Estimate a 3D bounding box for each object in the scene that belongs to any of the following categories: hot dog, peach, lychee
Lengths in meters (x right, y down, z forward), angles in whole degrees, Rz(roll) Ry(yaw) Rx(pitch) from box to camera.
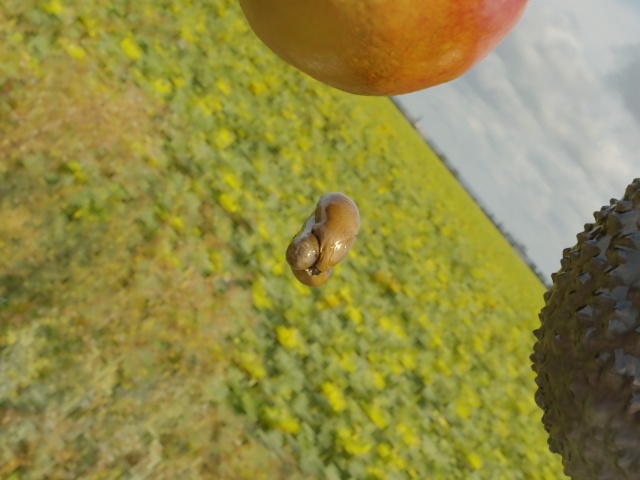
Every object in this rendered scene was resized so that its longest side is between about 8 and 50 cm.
[{"bbox_3d":[-0.001,0.001,1.297,0.060,0.090,0.140,27,37,-5],"label":"hot dog"},{"bbox_3d":[0.066,-0.270,1.234,0.308,0.289,0.289,47,4,28],"label":"peach"},{"bbox_3d":[0.285,0.097,0.896,0.300,0.300,0.300,49,7,-8],"label":"lychee"}]

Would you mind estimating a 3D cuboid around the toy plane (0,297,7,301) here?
[{"bbox_3d":[-0.319,0.058,1.151,0.040,0.102,0.111,13,-17,-32],"label":"toy plane"}]
